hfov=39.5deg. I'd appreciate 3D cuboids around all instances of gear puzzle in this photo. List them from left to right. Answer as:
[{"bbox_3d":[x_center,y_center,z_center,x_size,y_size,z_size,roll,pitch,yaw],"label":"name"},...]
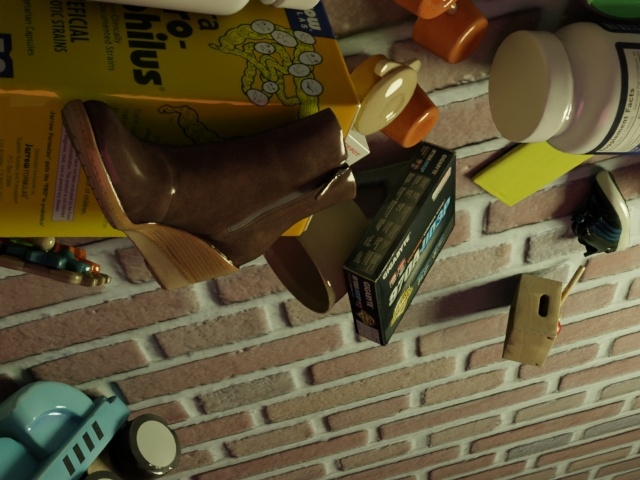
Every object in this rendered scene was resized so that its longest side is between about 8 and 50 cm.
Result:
[{"bbox_3d":[-0.316,0.007,0.986,0.175,0.044,0.339,15,176,-8],"label":"gear puzzle"}]

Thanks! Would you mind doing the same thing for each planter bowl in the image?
[{"bbox_3d":[0.000,0.000,1.170,0.109,0.162,0.162,-35,152,-21],"label":"planter bowl"}]

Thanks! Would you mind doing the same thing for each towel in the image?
[{"bbox_3d":[0.327,-0.132,1.219,0.237,0.021,0.102,-35,136,28],"label":"towel"}]

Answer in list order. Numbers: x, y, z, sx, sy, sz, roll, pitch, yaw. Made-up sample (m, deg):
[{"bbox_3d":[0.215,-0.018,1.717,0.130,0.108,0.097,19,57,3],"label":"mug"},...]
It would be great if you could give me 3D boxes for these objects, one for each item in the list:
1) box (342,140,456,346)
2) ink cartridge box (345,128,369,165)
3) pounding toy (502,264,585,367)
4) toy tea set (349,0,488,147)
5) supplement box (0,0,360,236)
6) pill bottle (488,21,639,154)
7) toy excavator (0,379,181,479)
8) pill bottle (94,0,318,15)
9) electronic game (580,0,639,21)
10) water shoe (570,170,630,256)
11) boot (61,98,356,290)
[{"bbox_3d":[0.110,0.006,1.174,0.051,0.220,0.175,23,153,22],"label":"box"},{"bbox_3d":[-0.016,-0.112,1.073,0.122,0.052,0.088,-33,143,21],"label":"ink cartridge box"},{"bbox_3d":[0.377,0.122,1.513,0.100,0.141,0.130,13,146,8],"label":"pounding toy"},{"bbox_3d":[0.082,-0.230,0.927,0.200,0.124,0.336,-28,155,-40],"label":"toy tea set"},{"bbox_3d":[-0.174,-0.136,0.847,0.356,0.194,0.195,-1,143,-22],"label":"supplement box"},{"bbox_3d":[0.341,-0.176,1.039,0.264,0.153,0.153,-1,144,-19],"label":"pill bottle"},{"bbox_3d":[-0.497,0.318,1.340,0.222,0.433,0.445,-36,99,31],"label":"toy excavator"},{"bbox_3d":[-0.110,-0.259,0.751,0.229,0.131,0.131,1,143,-23],"label":"pill bottle"},{"bbox_3d":[0.371,-0.323,0.934,0.229,0.048,0.229,-11,146,-8],"label":"electronic game"},{"bbox_3d":[0.423,-0.029,1.356,0.080,0.073,0.203,-20,146,11],"label":"water shoe"},{"bbox_3d":[-0.084,-0.069,0.757,0.206,0.090,0.248,-29,145,-4],"label":"boot"}]
